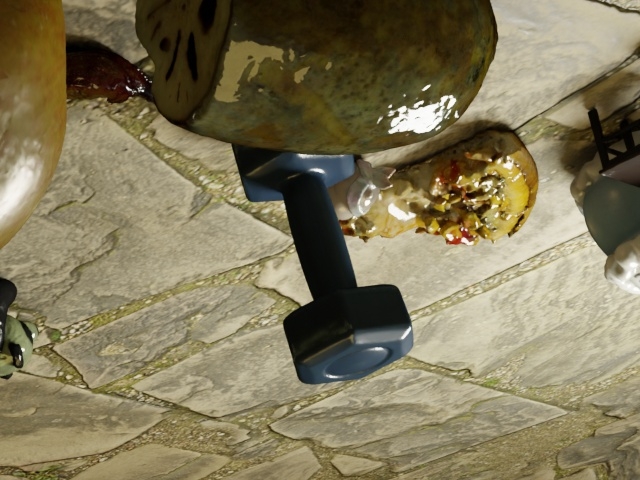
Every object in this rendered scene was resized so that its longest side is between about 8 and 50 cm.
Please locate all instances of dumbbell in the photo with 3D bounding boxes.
[{"bbox_3d":[-0.001,0.000,1.902,0.156,0.316,0.144,-28,155,26],"label":"dumbbell"}]

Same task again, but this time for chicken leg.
[{"bbox_3d":[-0.244,-0.166,1.767,0.253,0.051,0.106,3,160,-29],"label":"chicken leg"}]

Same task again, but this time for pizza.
[{"bbox_3d":[0.165,-0.064,2.134,0.288,0.074,0.251,-2,154,-20],"label":"pizza"}]

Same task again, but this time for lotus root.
[{"bbox_3d":[0.012,-0.204,1.555,0.346,0.250,0.250,3,155,-37],"label":"lotus root"}]

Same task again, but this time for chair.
[{"bbox_3d":[0.405,-0.076,2.004,0.084,0.212,0.101,13,148,-42],"label":"chair"}]

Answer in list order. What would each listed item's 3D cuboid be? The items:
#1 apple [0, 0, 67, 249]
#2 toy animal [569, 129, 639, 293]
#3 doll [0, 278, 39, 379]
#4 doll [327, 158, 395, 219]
[{"bbox_3d":[-0.374,-0.142,1.343,0.334,0.400,0.400,-12,158,-13],"label":"apple"},{"bbox_3d":[0.431,-0.032,2.141,0.156,0.204,0.208,9,143,-44],"label":"toy animal"},{"bbox_3d":[-0.495,0.123,2.255,0.144,0.135,0.234,-24,157,36],"label":"doll"},{"bbox_3d":[0.033,-0.071,2.078,0.127,0.073,0.084,-25,114,32],"label":"doll"}]
